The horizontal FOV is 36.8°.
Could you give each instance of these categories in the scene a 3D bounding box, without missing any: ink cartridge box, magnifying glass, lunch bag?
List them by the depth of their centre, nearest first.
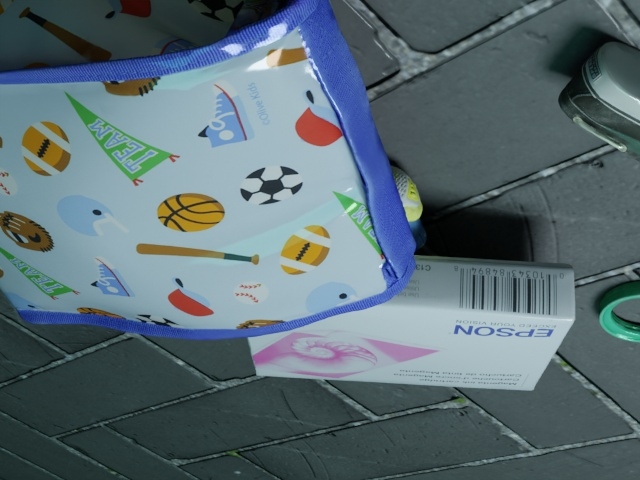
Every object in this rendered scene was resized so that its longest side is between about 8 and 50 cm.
[{"bbox_3d":[-0.127,-0.086,0.805,0.385,0.239,0.328,5,143,26],"label":"lunch bag"},{"bbox_3d":[0.388,0.056,0.988,0.092,0.026,0.231,32,141,-23],"label":"magnifying glass"},{"bbox_3d":[0.084,0.109,1.055,0.324,0.072,0.330,3,153,4],"label":"ink cartridge box"}]

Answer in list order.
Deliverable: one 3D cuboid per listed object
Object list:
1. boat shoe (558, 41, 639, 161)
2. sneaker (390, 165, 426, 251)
[{"bbox_3d":[0.300,-0.083,0.790,0.219,0.078,0.070,30,143,-7],"label":"boat shoe"},{"bbox_3d":[0.000,0.000,0.998,0.240,0.091,0.126,-8,140,28],"label":"sneaker"}]
